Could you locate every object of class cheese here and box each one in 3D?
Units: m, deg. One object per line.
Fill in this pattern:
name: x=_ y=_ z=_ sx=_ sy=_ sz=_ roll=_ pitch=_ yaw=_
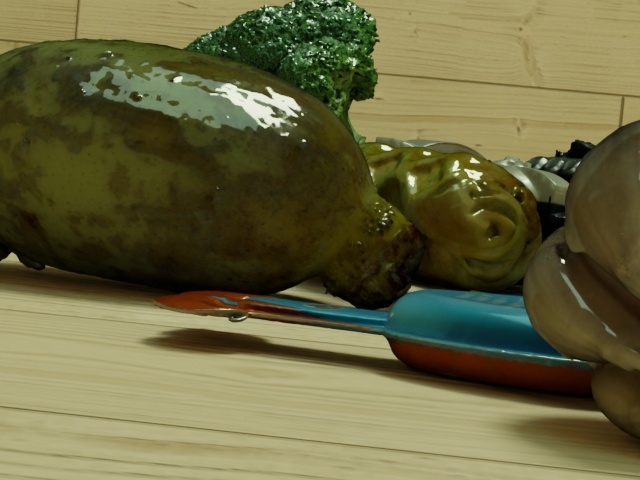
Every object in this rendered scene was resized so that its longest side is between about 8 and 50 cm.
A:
cheese: x=0.046 y=0.041 z=0.678 sx=0.256 sy=0.037 sz=0.106 roll=5 pitch=2 yaw=17

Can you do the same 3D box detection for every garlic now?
garlic: x=0.132 y=0.028 z=0.525 sx=0.131 sy=0.127 sz=0.194 roll=-28 pitch=13 yaw=36

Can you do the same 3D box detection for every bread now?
bread: x=0.047 y=-0.021 z=1.011 sx=0.087 sy=0.098 sz=0.269 roll=-24 pitch=18 yaw=-26

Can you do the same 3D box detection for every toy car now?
toy car: x=0.149 y=-0.016 z=1.123 sx=0.193 sy=0.118 sz=0.301 roll=11 pitch=-3 yaw=-32

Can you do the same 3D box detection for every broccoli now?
broccoli: x=-0.023 y=-0.091 z=1.388 sx=0.270 sy=0.270 sz=0.270 roll=36 pitch=1 yaw=-5

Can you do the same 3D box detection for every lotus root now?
lotus root: x=-0.083 y=-0.041 z=0.914 sx=0.309 sy=0.173 sz=0.173 roll=13 pitch=5 yaw=11

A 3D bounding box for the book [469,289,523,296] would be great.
book: x=0.280 y=0.056 z=0.919 sx=0.322 sy=0.018 sz=0.228 roll=3 pitch=6 yaw=-38
